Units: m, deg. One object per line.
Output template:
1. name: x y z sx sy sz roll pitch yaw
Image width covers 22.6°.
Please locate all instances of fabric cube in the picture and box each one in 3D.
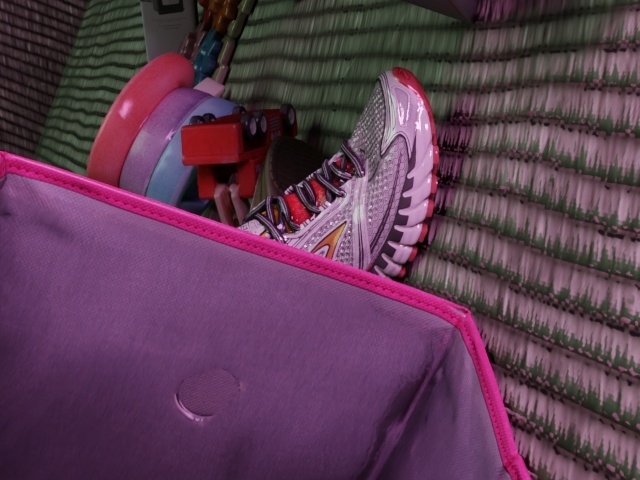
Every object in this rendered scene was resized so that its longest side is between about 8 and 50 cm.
1. fabric cube: -0.076 0.159 0.714 0.259 0.254 0.258 -102 35 -61

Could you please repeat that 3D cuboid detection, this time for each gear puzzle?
1. gear puzzle: -0.086 -0.304 1.662 0.175 0.044 0.339 -133 64 -72

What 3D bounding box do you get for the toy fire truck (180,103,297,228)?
1. toy fire truck: -0.060 -0.025 1.153 0.192 0.047 0.135 -28 -64 -71

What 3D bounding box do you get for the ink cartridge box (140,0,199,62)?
1. ink cartridge box: -0.171 -0.301 1.778 0.104 0.060 0.180 -96 2 -58

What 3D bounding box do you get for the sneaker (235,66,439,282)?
1. sneaker: 0.000 0.000 0.940 0.088 0.092 0.225 -106 39 -64

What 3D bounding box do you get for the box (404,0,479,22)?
1. box: 0.051 -0.232 0.882 0.182 0.119 0.181 7 -76 -78

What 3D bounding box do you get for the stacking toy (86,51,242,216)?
1. stacking toy: -0.137 -0.008 1.471 0.309 0.130 0.279 -63 -9 15

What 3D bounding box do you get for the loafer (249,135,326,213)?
1. loafer: -0.025 -0.013 1.102 0.050 0.056 0.148 -49 26 38
